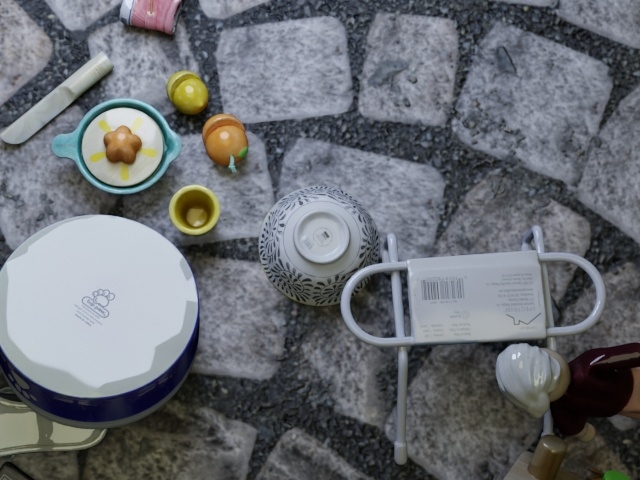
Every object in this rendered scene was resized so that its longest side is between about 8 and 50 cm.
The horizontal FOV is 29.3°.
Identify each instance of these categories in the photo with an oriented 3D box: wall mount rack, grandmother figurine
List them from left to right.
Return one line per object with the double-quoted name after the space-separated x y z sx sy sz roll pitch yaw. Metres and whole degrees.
0.202 0.137 1.632 0.350 0.130 0.304 -3 77 -3 "wall mount rack"
0.375 0.190 1.577 0.342 0.104 0.207 10 124 -23 "grandmother figurine"

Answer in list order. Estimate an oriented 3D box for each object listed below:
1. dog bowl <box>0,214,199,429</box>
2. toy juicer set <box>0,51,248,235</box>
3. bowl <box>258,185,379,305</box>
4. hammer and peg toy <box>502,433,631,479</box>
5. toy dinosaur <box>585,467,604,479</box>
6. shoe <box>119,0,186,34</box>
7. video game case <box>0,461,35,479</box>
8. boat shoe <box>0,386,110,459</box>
-0.288 0.103 1.579 0.265 0.104 0.264 4 61 -6 "dog bowl"
-0.252 -0.160 1.675 0.329 0.089 0.209 27 80 3 "toy juicer set"
0.000 0.000 1.664 0.170 0.080 0.170 0 79 -2 "bowl"
0.355 0.391 1.420 0.361 0.266 0.127 26 120 19 "hammer and peg toy"
0.373 0.337 1.597 0.212 0.112 0.064 -17 87 27 "toy dinosaur"
-0.220 -0.381 1.731 0.081 0.063 0.178 16 85 -1 "shoe"
-0.393 0.471 1.587 0.248 0.035 0.275 35 80 4 "video game case"
-0.403 0.238 1.605 0.255 0.079 0.095 -3 79 -6 "boat shoe"
